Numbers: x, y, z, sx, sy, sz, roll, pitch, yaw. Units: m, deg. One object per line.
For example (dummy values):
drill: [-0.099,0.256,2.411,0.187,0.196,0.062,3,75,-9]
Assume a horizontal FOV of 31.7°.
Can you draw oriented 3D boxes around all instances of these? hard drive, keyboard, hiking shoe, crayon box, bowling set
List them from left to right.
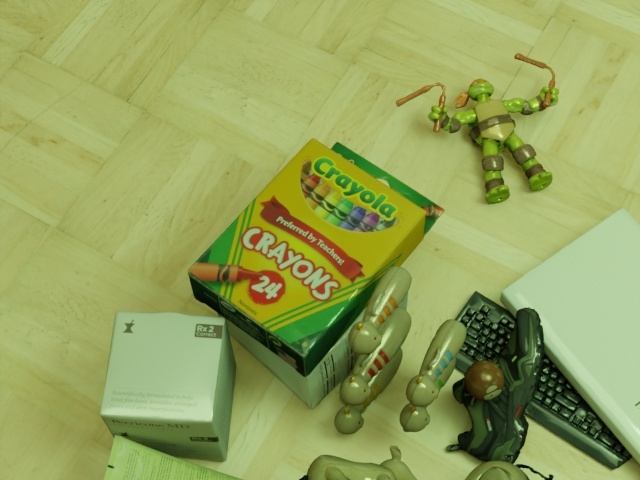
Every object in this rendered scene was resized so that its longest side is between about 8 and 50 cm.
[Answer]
crayon box: [0.000,0.000,1.532,0.202,0.081,0.318,33,67,18]
bowling set: [0.129,0.182,1.483,0.200,0.287,0.154,24,62,17]
hiking shoe: [0.241,0.197,1.562,0.114,0.086,0.226,13,87,15]
keyboard: [0.349,0.169,1.631,0.317,0.033,0.201,33,68,16]
hard drive: [0.456,0.147,1.595,0.233,0.047,0.353,-33,68,-13]

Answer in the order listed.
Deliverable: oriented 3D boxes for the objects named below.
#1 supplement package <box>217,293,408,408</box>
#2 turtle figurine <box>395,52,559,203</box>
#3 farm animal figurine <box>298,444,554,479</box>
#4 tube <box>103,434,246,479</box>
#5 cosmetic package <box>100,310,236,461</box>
supplement package: [-0.013,0.090,1.615,0.194,0.149,0.203,41,71,20]
turtle figurine: [0.263,-0.169,1.773,0.270,0.087,0.217,-12,71,-14]
farm animal figurine: [0.143,0.375,1.436,0.327,0.172,0.330,-25,103,-11]
tube: [-0.169,0.332,1.502,0.240,0.070,0.062,18,103,-14]
cosmetic package: [-0.202,0.202,1.545,0.151,0.183,0.151,2,63,4]
